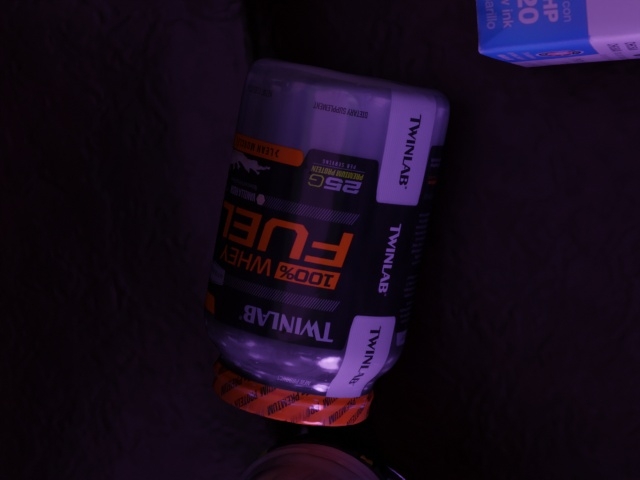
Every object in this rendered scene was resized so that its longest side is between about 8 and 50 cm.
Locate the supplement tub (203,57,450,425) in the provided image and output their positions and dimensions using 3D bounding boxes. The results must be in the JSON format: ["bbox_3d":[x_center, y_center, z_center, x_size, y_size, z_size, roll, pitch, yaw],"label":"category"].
[{"bbox_3d":[0.000,0.000,0.734,0.117,0.117,0.190,12,97,15],"label":"supplement tub"}]

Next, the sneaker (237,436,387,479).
[{"bbox_3d":[-0.074,0.301,0.765,0.145,0.147,0.384,20,101,12],"label":"sneaker"}]

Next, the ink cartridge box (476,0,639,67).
[{"bbox_3d":[0.199,-0.178,0.634,0.233,0.171,0.168,-3,94,17],"label":"ink cartridge box"}]
